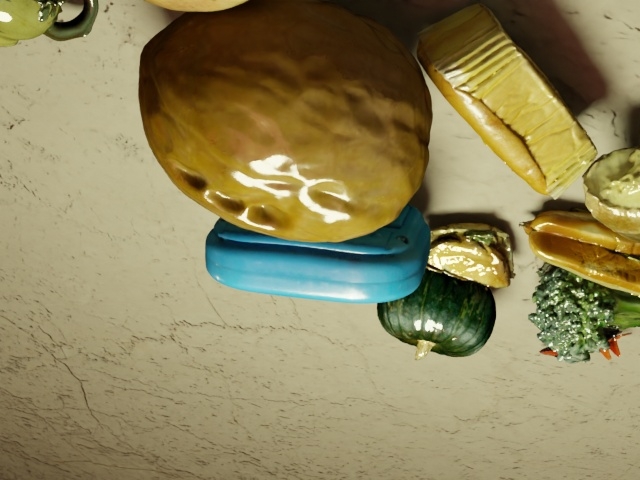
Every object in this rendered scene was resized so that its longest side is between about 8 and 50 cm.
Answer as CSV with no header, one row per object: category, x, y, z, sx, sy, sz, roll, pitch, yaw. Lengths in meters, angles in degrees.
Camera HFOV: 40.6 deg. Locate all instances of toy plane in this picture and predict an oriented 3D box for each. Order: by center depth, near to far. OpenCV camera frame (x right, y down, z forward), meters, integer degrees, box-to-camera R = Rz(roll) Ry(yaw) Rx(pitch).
toy plane,0.488,0.193,1.641,0.130,0.061,0.189,-10,180,-37

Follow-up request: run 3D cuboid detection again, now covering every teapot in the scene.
teapot,-0.411,-0.364,1.163,0.269,0.173,0.182,16,118,-43

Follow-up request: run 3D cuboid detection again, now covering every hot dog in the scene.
hot dog,0.451,0.014,1.389,0.269,0.109,0.072,19,-179,6

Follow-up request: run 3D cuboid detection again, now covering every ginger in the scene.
ginger,0.494,-0.062,1.197,0.275,0.130,0.221,-2,171,-10

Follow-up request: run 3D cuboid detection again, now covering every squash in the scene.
squash,0.208,0.123,1.553,0.218,0.172,0.218,11,143,9

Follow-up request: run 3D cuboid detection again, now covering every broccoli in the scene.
broccoli,0.496,0.137,1.513,0.274,0.177,0.198,11,146,-22

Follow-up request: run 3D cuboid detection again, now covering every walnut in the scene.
walnut,-0.050,-0.160,1.143,0.398,0.308,0.354,22,159,-10

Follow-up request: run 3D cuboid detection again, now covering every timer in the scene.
timer,0.000,0.000,1.378,0.340,0.309,0.115,6,107,12

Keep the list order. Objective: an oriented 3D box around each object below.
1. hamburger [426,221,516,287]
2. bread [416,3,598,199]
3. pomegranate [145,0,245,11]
hamburger,0.261,0.006,1.467,0.176,0.087,0.102,18,126,1
bread,0.256,-0.184,1.165,0.119,0.152,0.288,-37,124,19
pomegranate,-0.148,-0.398,0.918,0.322,0.322,0.322,9,143,7
